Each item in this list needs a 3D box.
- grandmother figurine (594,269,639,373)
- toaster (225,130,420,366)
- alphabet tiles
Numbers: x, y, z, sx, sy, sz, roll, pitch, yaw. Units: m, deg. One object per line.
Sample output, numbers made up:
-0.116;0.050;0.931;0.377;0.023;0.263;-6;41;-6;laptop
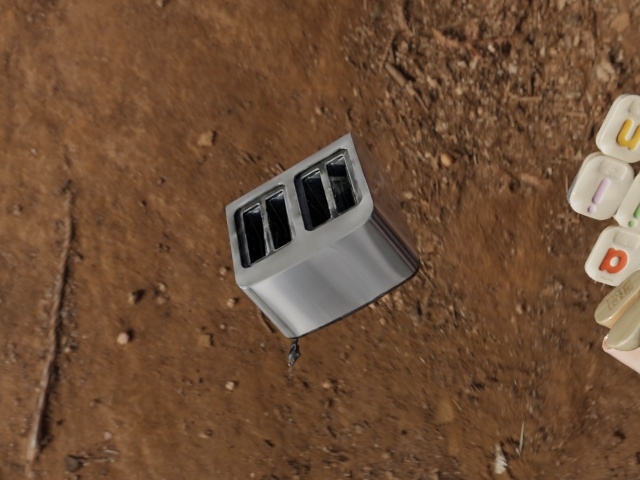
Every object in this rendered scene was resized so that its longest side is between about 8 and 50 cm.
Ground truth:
0.450;0.172;0.947;0.342;0.208;0.104;39;116;-4;grandmother figurine
0.000;0.000;0.916;0.168;0.110;0.185;-30;41;15;toaster
0.423;-0.059;0.975;0.284;0.021;0.278;16;112;-12;alphabet tiles
